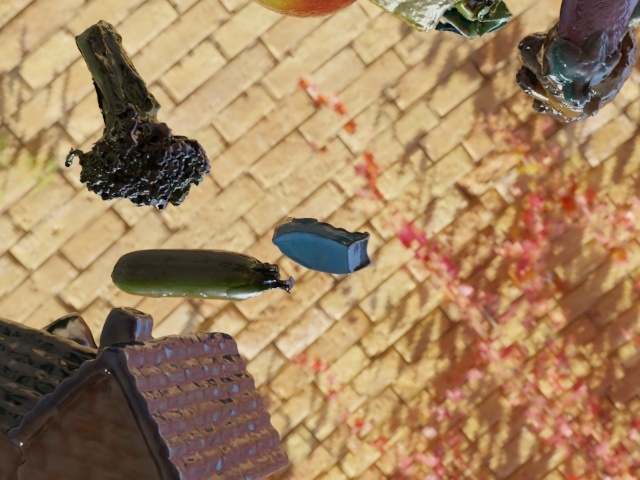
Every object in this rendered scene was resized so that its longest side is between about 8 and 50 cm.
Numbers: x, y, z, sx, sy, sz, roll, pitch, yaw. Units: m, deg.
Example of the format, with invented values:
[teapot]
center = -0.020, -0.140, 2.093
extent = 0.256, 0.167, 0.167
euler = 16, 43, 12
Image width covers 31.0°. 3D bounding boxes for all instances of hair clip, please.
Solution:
[hair clip]
center = 0.330, -0.314, 1.198
extent = 0.358, 0.110, 0.095
euler = -57, 172, 15

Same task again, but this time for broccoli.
[broccoli]
center = -0.265, -0.182, 1.568
extent = 0.145, 0.165, 0.304
euler = -49, -127, 35

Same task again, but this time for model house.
[model house]
center = -0.281, 0.257, 1.433
extent = 0.446, 0.399, 0.395
euler = 12, -175, 21

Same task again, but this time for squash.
[squash]
center = -0.186, 0.054, 1.810
extent = 0.332, 0.087, 0.087
euler = 1, -140, 29

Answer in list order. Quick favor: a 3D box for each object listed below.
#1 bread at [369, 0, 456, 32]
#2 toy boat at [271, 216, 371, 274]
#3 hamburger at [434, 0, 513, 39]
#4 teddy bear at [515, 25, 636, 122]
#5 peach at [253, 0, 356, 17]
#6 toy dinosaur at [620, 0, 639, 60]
[bread]
center = 0.112, -0.526, 1.826
extent = 0.143, 0.333, 0.323
euler = -51, -167, 52
[toy boat]
center = 0.000, 0.000, 1.842
extent = 0.186, 0.075, 0.077
euler = 12, -149, 34
[hamburger]
center = 0.312, -0.544, 2.367
extent = 0.151, 0.260, 0.276
euler = 8, -169, 39
[teddy bear]
center = 0.374, -0.234, 1.675
extent = 0.177, 0.140, 0.190
euler = -16, 171, 4
[peach]
center = -0.060, -0.607, 2.515
extent = 0.306, 0.242, 0.380
euler = -8, 174, 34
[toy dinosaur]
center = 0.400, -0.255, 1.243
extent = 0.247, 0.075, 0.188
euler = 54, -42, 42
